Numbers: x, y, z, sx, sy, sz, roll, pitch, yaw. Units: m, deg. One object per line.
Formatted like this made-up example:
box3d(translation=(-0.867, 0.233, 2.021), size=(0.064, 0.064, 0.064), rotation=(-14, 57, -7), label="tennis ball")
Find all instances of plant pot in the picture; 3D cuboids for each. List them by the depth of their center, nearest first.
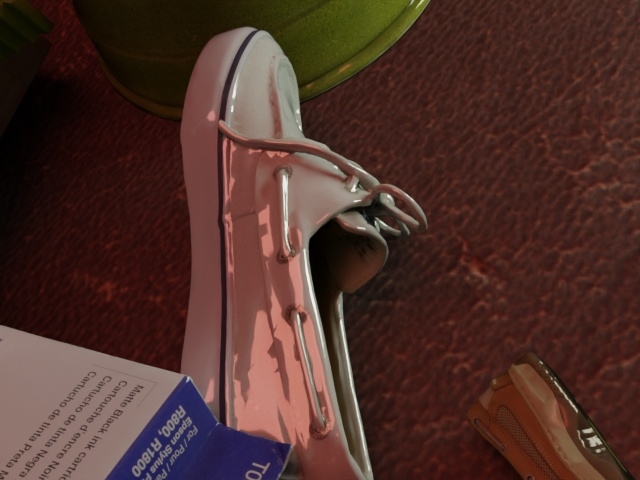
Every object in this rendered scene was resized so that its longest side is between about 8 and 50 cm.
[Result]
box3d(translation=(-0.109, -0.348, 0.773), size=(0.367, 0.353, 0.366), rotation=(-11, 55, 16), label="plant pot")

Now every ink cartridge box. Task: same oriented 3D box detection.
box3d(translation=(-0.161, 0.147, 0.485), size=(0.224, 0.045, 0.223), rotation=(10, 43, 25), label="ink cartridge box")

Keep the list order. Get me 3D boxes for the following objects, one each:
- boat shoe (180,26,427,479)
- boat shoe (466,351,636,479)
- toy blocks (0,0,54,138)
box3d(translation=(-0.003, -0.003, 0.632), size=(0.157, 0.136, 0.367), rotation=(-11, 57, 16), label="boat shoe")
box3d(translation=(0.141, 0.151, 0.518), size=(0.072, 0.068, 0.190), rotation=(-39, 41, 10), label="boat shoe")
box3d(translation=(-0.439, -0.126, 0.894), size=(0.381, 0.191, 0.260), rotation=(19, 78, 32), label="toy blocks")
